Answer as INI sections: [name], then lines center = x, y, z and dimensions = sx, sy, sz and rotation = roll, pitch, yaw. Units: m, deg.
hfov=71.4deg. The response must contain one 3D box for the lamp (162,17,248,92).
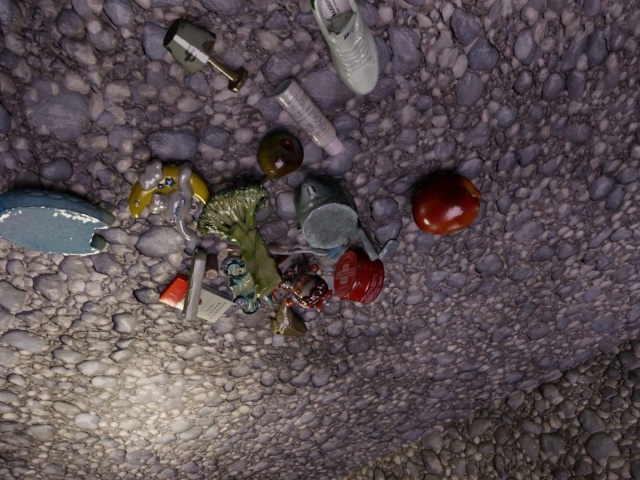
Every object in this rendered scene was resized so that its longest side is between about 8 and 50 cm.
[lamp]
center = -0.291, -0.472, 1.154
dimensions = 0.121, 0.121, 0.214
rotation = -43, 134, 20

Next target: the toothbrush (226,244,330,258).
[toothbrush]
center = -0.152, 0.039, 1.612
dimensions = 0.375, 0.028, 0.037
rotation = 4, 141, -5

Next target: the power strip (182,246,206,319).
[power strip]
center = -0.452, 0.155, 1.601
dimensions = 0.048, 0.080, 0.286
rotation = 4, 110, -26

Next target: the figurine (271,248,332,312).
[figurine]
center = -0.054, 0.174, 1.610
dimensions = 0.183, 0.226, 0.160
rotation = -37, 134, -20

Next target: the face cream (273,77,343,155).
[face cream]
center = -0.027, -0.358, 1.329
dimensions = 0.082, 0.082, 0.269
rotation = -35, 127, 15

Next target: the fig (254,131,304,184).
[fig]
center = -0.148, -0.228, 1.392
dimensions = 0.149, 0.149, 0.245
rotation = 14, 148, -23

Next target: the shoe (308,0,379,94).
[shoe]
center = 0.074, -0.530, 1.168
dimensions = 0.132, 0.160, 0.363
rotation = -27, 128, 10

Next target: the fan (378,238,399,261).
[fan]
center = 0.210, 0.098, 1.785
dimensions = 0.057, 0.023, 0.282
rotation = 28, 115, -32

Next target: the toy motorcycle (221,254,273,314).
[toy motorcycle]
center = -0.252, 0.154, 1.675
dimensions = 0.198, 0.109, 0.296
rotation = -18, 128, -13

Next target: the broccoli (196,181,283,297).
[broccoli]
center = -0.240, 0.010, 1.407
dimensions = 0.252, 0.361, 0.221
rotation = -17, 167, 31

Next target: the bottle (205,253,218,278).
[bottle]
center = -0.386, 0.090, 1.584
dimensions = 0.045, 0.096, 0.045
rotation = -7, 129, -9

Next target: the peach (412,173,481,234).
[peach]
center = 0.435, -0.121, 1.556
dimensions = 0.243, 0.199, 0.243
rotation = -18, 169, -3

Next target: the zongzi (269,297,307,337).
[zongzi]
center = -0.099, 0.320, 1.856
dimensions = 0.189, 0.081, 0.178
rotation = 13, 114, -29

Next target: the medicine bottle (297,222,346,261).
[medicine bottle]
center = 0.000, 0.000, 1.634
dimensions = 0.090, 0.054, 0.208
rotation = -38, 126, 21

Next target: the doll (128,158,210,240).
[doll]
center = -0.461, -0.129, 1.385
dimensions = 0.237, 0.111, 0.252
rotation = 14, 113, -33

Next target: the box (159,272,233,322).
[box]
center = -0.474, 0.225, 1.709
dimensions = 0.245, 0.035, 0.139
rotation = 33, 114, -33

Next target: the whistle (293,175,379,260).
[whistle]
center = 0.075, -0.076, 1.523
dimensions = 0.404, 0.168, 0.188
rotation = 19, 122, -31

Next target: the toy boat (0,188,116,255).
[toy boat]
center = -0.817, -0.068, 1.368
dimensions = 0.330, 0.123, 0.215
rotation = 10, 133, -34

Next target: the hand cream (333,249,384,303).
[hand cream]
center = 0.145, 0.140, 1.693
dimensions = 0.125, 0.193, 0.193
rotation = 17, 122, -24
